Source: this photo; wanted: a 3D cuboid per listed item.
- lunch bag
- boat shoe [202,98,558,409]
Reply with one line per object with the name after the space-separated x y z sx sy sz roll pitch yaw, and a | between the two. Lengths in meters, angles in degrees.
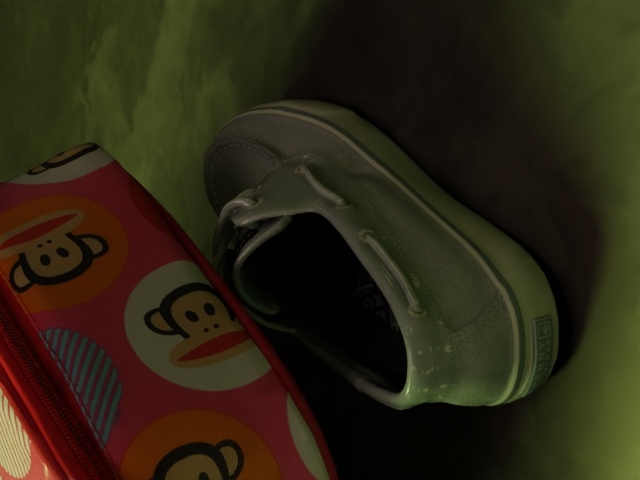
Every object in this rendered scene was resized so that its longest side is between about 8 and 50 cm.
-0.088 0.103 0.850 0.258 0.120 0.293 53 158 35 | lunch bag
0.000 0.001 0.777 0.227 0.081 0.079 35 126 50 | boat shoe
